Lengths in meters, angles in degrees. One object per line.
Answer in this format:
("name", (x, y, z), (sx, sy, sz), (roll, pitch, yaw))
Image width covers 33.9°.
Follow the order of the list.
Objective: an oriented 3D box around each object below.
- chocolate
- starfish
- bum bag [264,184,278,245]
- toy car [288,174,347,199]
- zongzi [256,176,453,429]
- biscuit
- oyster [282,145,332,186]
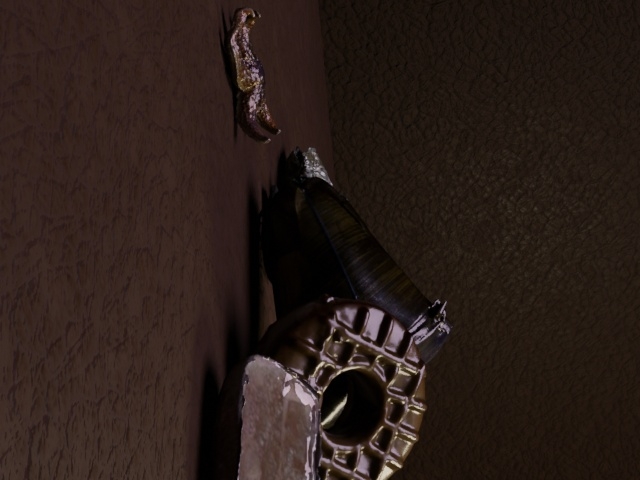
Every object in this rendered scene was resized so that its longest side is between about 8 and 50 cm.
("chocolate", (-0.083, 0.304, 1.356), (0.185, 0.101, 0.303), (45, 35, -44))
("starfish", (-0.116, -0.266, 1.748), (0.238, 0.071, 0.215), (63, 27, -50))
("bum bag", (-0.080, -0.018, 1.981), (0.087, 0.049, 0.197), (86, 2, -59))
("toy car", (0.000, 0.000, 2.186), (0.097, 0.141, 0.320), (-44, 149, -32))
("zongzi", (-0.049, 0.130, 1.773), (0.403, 0.432, 0.208), (52, -26, 10))
("biscuit", (0.021, 0.247, 1.591), (0.103, 0.332, 0.331), (13, -67, 54))
("oyster", (-0.026, -0.105, 2.309), (0.267, 0.112, 0.198), (-78, 163, -58))
